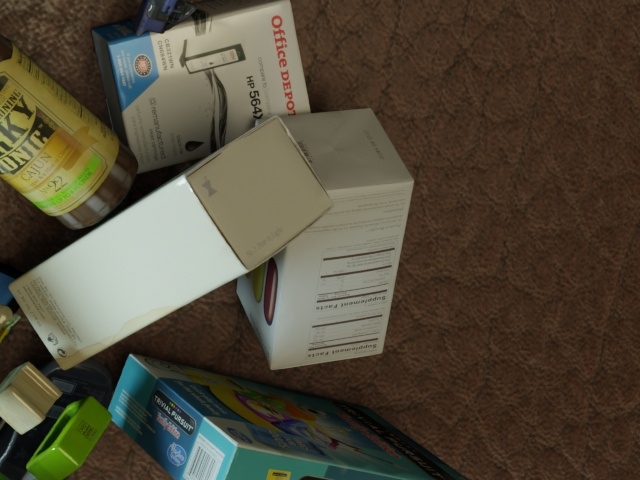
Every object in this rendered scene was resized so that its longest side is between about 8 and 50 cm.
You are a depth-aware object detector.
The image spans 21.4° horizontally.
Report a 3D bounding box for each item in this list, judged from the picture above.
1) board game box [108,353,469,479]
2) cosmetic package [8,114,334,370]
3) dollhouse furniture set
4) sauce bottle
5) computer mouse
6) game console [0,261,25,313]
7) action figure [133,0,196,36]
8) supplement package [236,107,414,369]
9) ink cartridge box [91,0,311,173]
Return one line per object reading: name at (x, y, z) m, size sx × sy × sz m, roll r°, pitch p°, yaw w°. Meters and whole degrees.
board game box at (-0.024, 0.229, 1.818) m, size 0.336 × 0.254 × 0.079 m, roll 16°, pitch 99°, yaw -35°
cosmetic package at (-0.153, 0.006, 1.689) m, size 0.160 × 0.309 × 0.113 m, roll -37°, pitch 98°, yaw -46°
dollhouse furniture set at (-0.391, 0.159, 1.692) m, size 0.301 × 0.151 × 0.197 m, roll 45°, pitch 44°, yaw -14°
sauce bottle at (-0.327, -0.144, 1.639) m, size 0.111 × 0.111 × 0.344 m, roll -50°, pitch 123°, yaw -1°
computer mouse at (-0.345, 0.219, 1.839) m, size 0.184 × 0.060 × 0.262 m, roll 13°, pitch 111°, yaw -27°
game console at (-0.373, 0.083, 1.752) m, size 0.085 × 0.124 × 0.144 m, roll -29°, pitch 140°, yaw 32°
action figure at (-0.086, -0.367, 1.686) m, size 0.330 × 0.178 × 0.341 m, roll 12°, pitch 127°, yaw -36°
supplement package at (0.000, 0.000, 1.814) m, size 0.134 × 0.139 × 0.244 m, roll -7°, pitch 131°, yaw -19°
ink cartridge box at (-0.123, -0.171, 1.793) m, size 0.203 × 0.086 × 0.148 m, roll -16°, pitch 110°, yaw -15°
